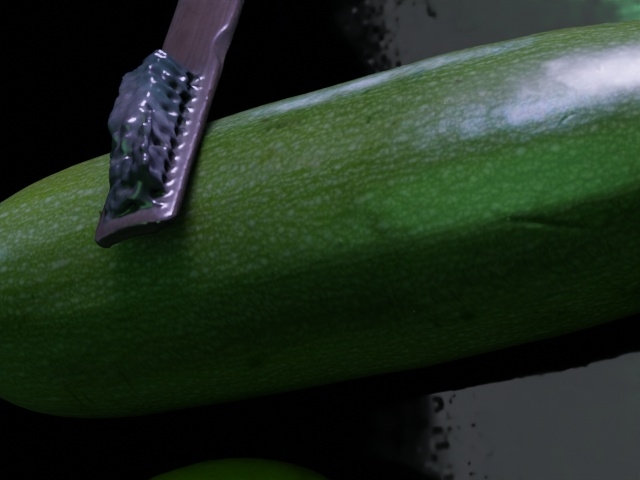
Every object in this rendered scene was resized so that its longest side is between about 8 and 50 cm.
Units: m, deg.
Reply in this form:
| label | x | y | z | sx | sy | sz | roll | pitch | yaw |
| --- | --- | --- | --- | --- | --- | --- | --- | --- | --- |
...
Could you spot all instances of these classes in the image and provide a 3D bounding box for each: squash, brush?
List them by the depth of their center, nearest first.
| label | x | y | z | sx | sy | sz | roll | pitch | yaw |
| --- | --- | --- | --- | --- | --- | --- | --- | --- | --- |
| squash | 0.000 | 0.000 | 0.714 | 0.395 | 0.107 | 0.107 | -12 | 79 | 26 |
| brush | -0.053 | -0.070 | 0.728 | 0.034 | 0.027 | 0.190 | -19 | 34 | 27 |

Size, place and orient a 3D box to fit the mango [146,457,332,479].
| label | x | y | z | sx | sy | sz | roll | pitch | yaw |
| --- | --- | --- | --- | --- | --- | --- | --- | --- | --- |
| mango | -0.067 | 0.216 | 0.715 | 0.175 | 0.143 | 0.293 | 17 | 84 | 27 |
